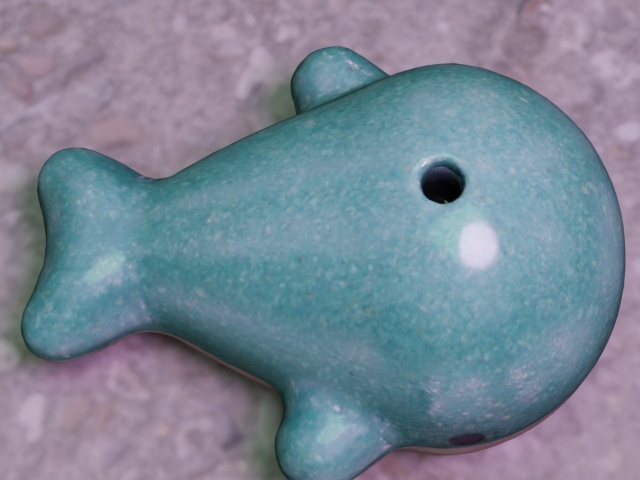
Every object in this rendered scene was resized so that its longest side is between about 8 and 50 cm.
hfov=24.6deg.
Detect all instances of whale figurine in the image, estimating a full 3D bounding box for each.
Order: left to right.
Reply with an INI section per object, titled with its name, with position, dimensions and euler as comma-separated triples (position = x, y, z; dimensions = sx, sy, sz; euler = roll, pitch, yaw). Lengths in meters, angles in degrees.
[whale figurine]
position = 0.000, 0.000, 0.653
dimensions = 0.272, 0.141, 0.216
euler = 3, 69, 1
